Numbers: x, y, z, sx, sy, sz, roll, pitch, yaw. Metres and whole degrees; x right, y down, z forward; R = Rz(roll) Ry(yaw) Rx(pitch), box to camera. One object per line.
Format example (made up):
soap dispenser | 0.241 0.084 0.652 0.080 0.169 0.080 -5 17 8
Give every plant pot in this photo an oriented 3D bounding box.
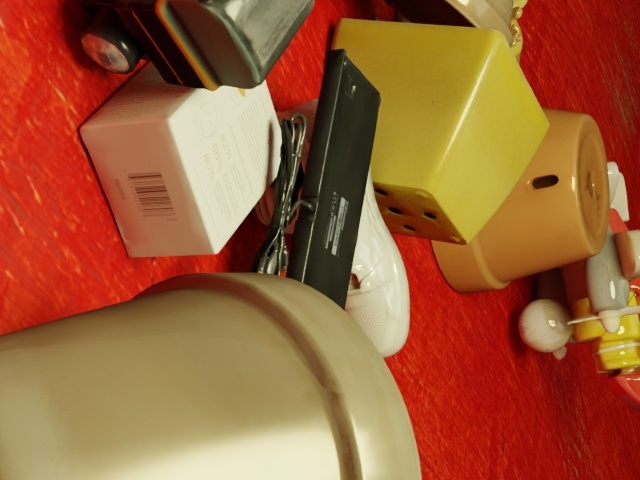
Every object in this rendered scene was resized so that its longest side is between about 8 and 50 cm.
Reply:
plant pot | 0.115 -0.115 1.498 0.212 0.212 0.187 48 59 -53
plant pot | -0.142 0.176 0.833 0.280 0.323 0.323 5 82 -48
plant pot | 0.143 -0.316 1.498 0.110 0.237 0.237 -52 148 -1
plant pot | 0.290 -0.074 1.841 0.291 0.203 0.291 17 71 -63

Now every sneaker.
sneaker | 0.000 0.000 1.348 0.169 0.108 0.293 -22 99 -61

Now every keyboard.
keyboard | -0.009 -0.025 1.206 0.201 0.033 0.317 37 60 -64

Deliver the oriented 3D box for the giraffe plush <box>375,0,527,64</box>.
giraffe plush | 0.189 -0.259 1.684 0.210 0.170 0.182 6 82 -64

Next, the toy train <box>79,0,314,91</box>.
toy train | -0.063 -0.265 1.077 0.334 0.190 0.142 -58 141 -24

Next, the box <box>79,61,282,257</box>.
box | -0.112 -0.084 1.120 0.170 0.091 0.130 -56 136 -51

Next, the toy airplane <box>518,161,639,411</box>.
toy airplane | 0.428 0.071 2.050 0.384 0.272 0.386 55 -12 52
